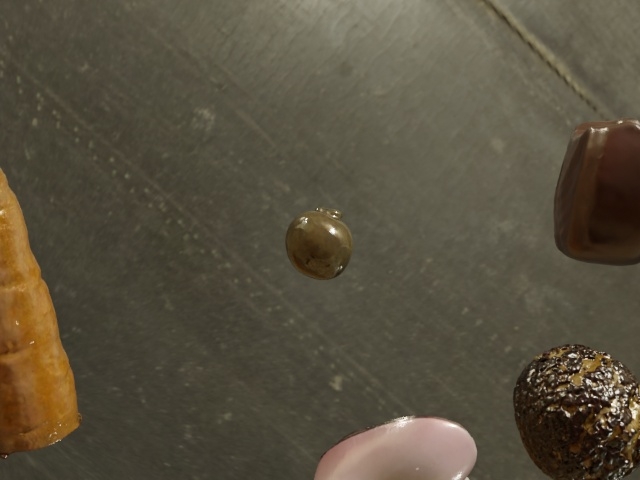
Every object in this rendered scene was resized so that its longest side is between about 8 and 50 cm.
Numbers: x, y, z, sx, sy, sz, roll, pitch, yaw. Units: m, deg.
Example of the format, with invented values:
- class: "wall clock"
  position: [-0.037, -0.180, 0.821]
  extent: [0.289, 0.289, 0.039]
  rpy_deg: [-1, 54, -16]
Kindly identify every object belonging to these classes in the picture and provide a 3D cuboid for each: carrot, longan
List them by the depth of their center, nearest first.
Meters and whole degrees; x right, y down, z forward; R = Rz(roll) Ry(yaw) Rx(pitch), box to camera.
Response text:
- class: "carrot"
  position: [-0.198, 0.026, 0.593]
  extent: [0.072, 0.072, 0.205]
  rpy_deg: [-14, 107, -21]
- class: "longan"
  position: [0.000, 0.000, 1.483]
  extent: [0.106, 0.106, 0.119]
  rpy_deg: [25, 63, -14]

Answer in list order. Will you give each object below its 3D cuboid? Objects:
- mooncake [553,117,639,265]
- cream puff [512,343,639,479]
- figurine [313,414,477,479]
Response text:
- class: "mooncake"
  position: [0.544, -0.103, 1.871]
  extent: [0.174, 0.333, 0.326]
  rpy_deg: [6, 45, 9]
- class: "cream puff"
  position: [0.430, 0.278, 1.576]
  extent: [0.239, 0.165, 0.239]
  rpy_deg: [19, 56, -31]
- class: "figurine"
  position: [0.118, 0.332, 0.961]
  extent: [0.284, 0.206, 0.315]
  rpy_deg: [8, 37, 2]
